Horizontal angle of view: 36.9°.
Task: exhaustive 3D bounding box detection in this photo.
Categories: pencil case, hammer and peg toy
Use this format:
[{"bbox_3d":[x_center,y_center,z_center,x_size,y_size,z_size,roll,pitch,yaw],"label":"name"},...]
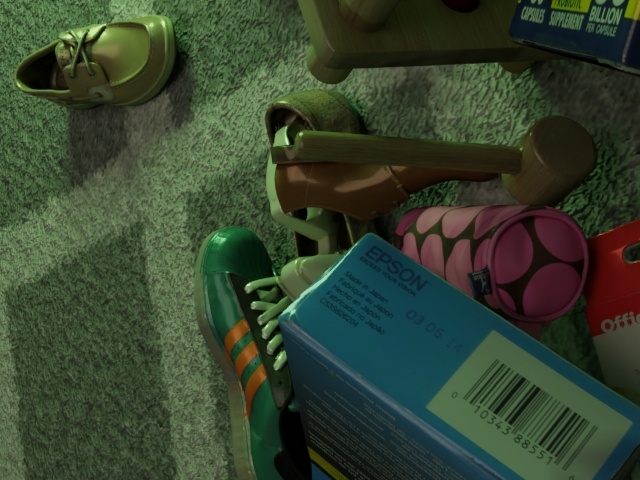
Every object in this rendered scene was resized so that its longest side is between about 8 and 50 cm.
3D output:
[{"bbox_3d":[0.125,0.020,0.775,0.209,0.095,0.098,-170,78,-76],"label":"pencil case"},{"bbox_3d":[0.090,-0.204,0.747,0.127,0.266,0.361,-49,53,57],"label":"hammer and peg toy"}]

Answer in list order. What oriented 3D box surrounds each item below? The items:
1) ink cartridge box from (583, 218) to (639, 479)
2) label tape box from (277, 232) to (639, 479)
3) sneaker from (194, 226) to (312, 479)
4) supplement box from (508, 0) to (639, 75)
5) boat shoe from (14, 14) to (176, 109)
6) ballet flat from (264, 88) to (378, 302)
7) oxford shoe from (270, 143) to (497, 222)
[{"bbox_3d":[0.277,0.093,0.674,0.134,0.078,0.231,-25,71,43],"label":"ink cartridge box"},{"bbox_3d":[0.102,0.175,0.764,0.241,0.106,0.333,34,154,25],"label":"label tape box"},{"bbox_3d":[-0.040,0.124,0.990,0.121,0.108,0.302,-19,83,43],"label":"sneaker"},{"bbox_3d":[0.275,-0.259,0.555,0.194,0.195,0.356,-114,38,-73],"label":"supplement box"},{"bbox_3d":[-0.303,-0.233,1.272,0.302,0.098,0.109,-3,87,46],"label":"boat shoe"},{"bbox_3d":[0.000,0.000,0.945,0.108,0.106,0.316,-27,70,43],"label":"ballet flat"},{"bbox_3d":[0.061,-0.055,0.870,0.212,0.076,0.076,-2,96,16],"label":"oxford shoe"}]
